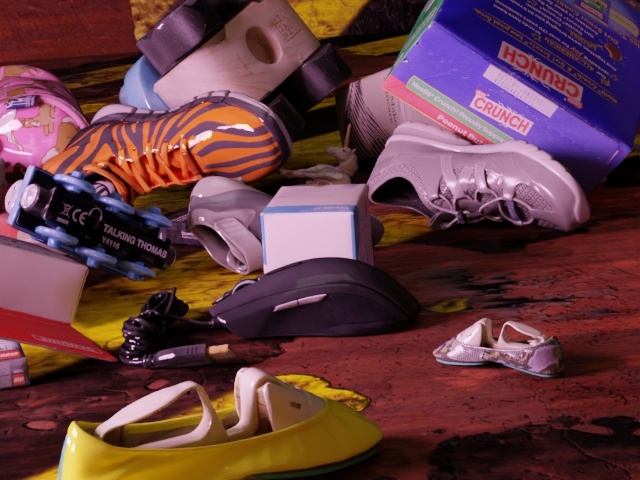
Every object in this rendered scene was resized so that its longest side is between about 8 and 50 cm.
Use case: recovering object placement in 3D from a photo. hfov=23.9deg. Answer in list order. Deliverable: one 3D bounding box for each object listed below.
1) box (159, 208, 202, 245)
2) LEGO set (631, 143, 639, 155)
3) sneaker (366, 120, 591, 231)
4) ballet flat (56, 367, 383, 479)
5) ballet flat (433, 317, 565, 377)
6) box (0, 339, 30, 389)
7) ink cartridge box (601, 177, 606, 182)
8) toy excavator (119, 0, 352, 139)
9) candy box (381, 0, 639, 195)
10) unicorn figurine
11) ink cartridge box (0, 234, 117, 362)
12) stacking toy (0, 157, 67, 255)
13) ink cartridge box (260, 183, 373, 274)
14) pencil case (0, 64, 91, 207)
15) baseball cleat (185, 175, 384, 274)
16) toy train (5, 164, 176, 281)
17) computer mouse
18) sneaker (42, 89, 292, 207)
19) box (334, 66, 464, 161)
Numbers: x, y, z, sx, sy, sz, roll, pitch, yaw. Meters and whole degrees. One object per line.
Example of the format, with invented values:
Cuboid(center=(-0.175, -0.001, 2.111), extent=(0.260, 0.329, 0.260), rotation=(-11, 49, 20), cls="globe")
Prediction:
Cuboid(center=(-0.090, -0.018, 1.693), extent=(0.162, 0.029, 0.116), rotation=(6, 17, 32), cls="box")
Cuboid(center=(0.515, -0.177, 1.966), extent=(0.331, 0.192, 0.255), rotation=(-4, 40, 41), cls="LEGO set")
Cuboid(center=(0.169, -0.045, 1.656), extent=(0.281, 0.105, 0.115), rotation=(15, 57, 44), cls="sneaker")
Cuboid(center=(-0.062, 0.126, 0.994), extent=(0.231, 0.077, 0.077), rotation=(-10, 14, -24), cls="ballet flat")
Cuboid(center=(0.141, 0.081, 1.196), extent=(0.114, 0.041, 0.041), rotation=(5, 17, 35), cls="ballet flat")
Cuboid(center=(-0.317, 0.106, 1.256), extent=(0.137, 0.027, 0.094), rotation=(-8, 15, -17), cls="box")
Cuboid(center=(0.218, -0.096, 1.888), extent=(0.206, 0.045, 0.208), rotation=(-8, 13, -15), cls="ink cartridge box")
Cuboid(center=(-0.166, -0.212, 2.125), extent=(0.445, 0.222, 0.433), rotation=(-31, 13, 42), cls="toy excavator")
Cuboid(center=(0.250, -0.223, 1.788), extent=(0.268, 0.122, 0.317), rotation=(33, 39, -4), cls="candy box")
Cuboid(center=(0.004, -0.081, 1.884), extent=(0.111, 0.060, 0.162), rotation=(-7, 30, -13), cls="unicorn figurine")
Cuboid(center=(-0.343, 0.020, 1.307), extent=(0.296, 0.066, 0.261), rotation=(16, 1, -31), cls="ink cartridge box")
Cuboid(center=(-0.438, -0.038, 1.669), extent=(0.279, 0.130, 0.309), rotation=(7, 18, 40), cls="stacking toy")
Cuboid(center=(0.000, 0.000, 1.458), extent=(0.090, 0.092, 0.143), rotation=(-2, 15, 9), cls="ink cartridge box")
Cuboid(center=(-0.394, -0.143, 2.036), extent=(0.160, 0.167, 0.386), rotation=(-36, 17, -2), cls="pencil case")
Cuboid(center=(-0.038, -0.002, 1.561), extent=(0.206, 0.072, 0.109), rotation=(12, 52, -4), cls="baseball cleat")
Cuboid(center=(-0.230, -0.014, 1.490), extent=(0.184, 0.080, 0.105), rotation=(25, -12, -40), cls="toy train")
Cuboid(center=(-0.048, 0.057, 1.308), extent=(0.262, 0.060, 0.184), rotation=(-2, 13, 10), cls="computer mouse")
Cuboid(center=(-0.190, -0.075, 1.740), extent=(0.321, 0.124, 0.180), rotation=(-3, 33, 40), cls="sneaker")
Cuboid(center=(0.106, -0.165, 1.950), extent=(0.094, 0.113, 0.275), rotation=(-10, 0, -16), cls="box")
